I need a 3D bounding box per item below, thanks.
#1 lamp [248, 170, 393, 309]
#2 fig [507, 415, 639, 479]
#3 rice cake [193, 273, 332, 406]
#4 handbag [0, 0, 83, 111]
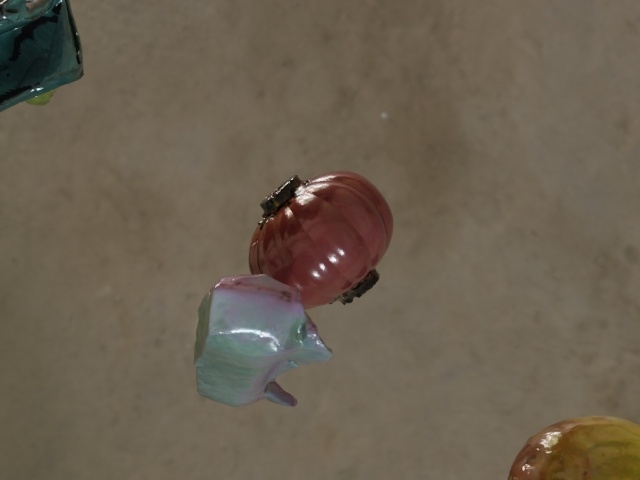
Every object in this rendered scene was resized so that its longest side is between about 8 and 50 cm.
[{"bbox_3d":[0.000,0.000,0.876,0.107,0.107,0.092,-39,99,17],"label":"lamp"},{"bbox_3d":[0.286,0.224,1.062,0.257,0.159,0.159,-8,75,21],"label":"fig"},{"bbox_3d":[-0.041,0.068,0.801,0.081,0.290,0.051,16,76,-2],"label":"rice cake"},{"bbox_3d":[-0.311,-0.153,0.951,0.268,0.100,0.274,-25,40,1],"label":"handbag"}]
